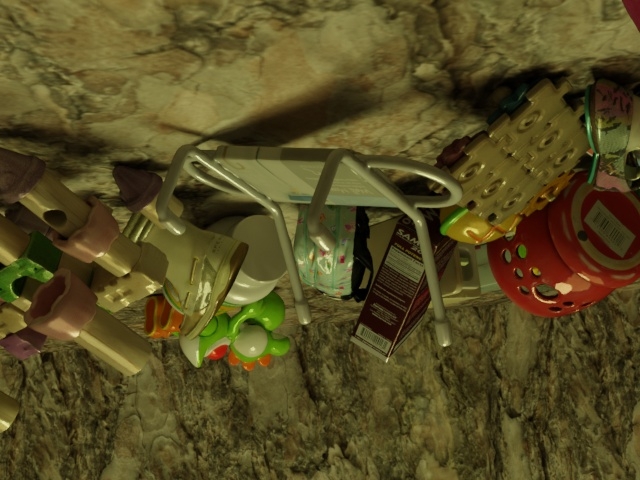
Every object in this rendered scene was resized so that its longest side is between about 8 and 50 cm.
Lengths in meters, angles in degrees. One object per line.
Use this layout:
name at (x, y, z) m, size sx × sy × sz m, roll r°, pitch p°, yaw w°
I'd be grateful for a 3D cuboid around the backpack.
backpack at (0.020, 0.008, 1.270) m, size 0.115 × 0.151 × 0.182 m, roll -3°, pitch 164°, yaw 3°

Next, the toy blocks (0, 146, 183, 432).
toy blocks at (-0.344, 0.001, 0.934) m, size 0.289 × 0.309 × 0.260 m, roll -26°, pitch 128°, yaw 29°

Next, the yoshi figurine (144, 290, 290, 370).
yoshi figurine at (-0.228, 0.178, 2.062) m, size 0.362 × 0.203 × 0.203 m, roll 18°, pitch 116°, yaw -33°

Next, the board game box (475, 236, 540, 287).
board game box at (0.485, 0.052, 1.887) m, size 0.303 × 0.097 × 0.224 m, roll 4°, pitch 166°, yaw -39°

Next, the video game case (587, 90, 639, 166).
video game case at (0.424, -0.097, 0.923) m, size 0.204 × 0.025 × 0.285 m, roll 34°, pitch 168°, yaw 2°

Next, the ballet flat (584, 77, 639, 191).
ballet flat at (0.329, -0.110, 0.922) m, size 0.079 × 0.076 × 0.221 m, roll 8°, pitch 163°, yaw 21°

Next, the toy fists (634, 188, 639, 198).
toy fists at (0.495, -0.049, 1.279) m, size 0.142 × 0.096 × 0.279 m, roll 28°, pitch 163°, yaw -9°

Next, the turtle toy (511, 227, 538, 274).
turtle toy at (0.396, 0.003, 1.584) m, size 0.066 × 0.095 × 0.130 m, roll -11°, pitch -158°, yaw -6°

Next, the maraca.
maraca at (0.242, -0.060, 1.161) m, size 0.186 × 0.099 × 0.127 m, roll -30°, pitch 169°, yaw -10°

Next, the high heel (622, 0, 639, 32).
high heel at (0.276, -0.177, 0.686) m, size 0.117 × 0.082 × 0.244 m, roll 23°, pitch -171°, yaw 10°

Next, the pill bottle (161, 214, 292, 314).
pill bottle at (-0.144, 0.038, 1.317) m, size 0.136 × 0.136 × 0.246 m, roll 0°, pitch 167°, yaw -31°

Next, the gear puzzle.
gear puzzle at (0.236, -0.095, 0.987) m, size 0.175 × 0.044 × 0.339 m, roll -42°, pitch 155°, yaw 16°

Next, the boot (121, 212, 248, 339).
boot at (-0.203, 0.038, 1.173) m, size 0.165 × 0.077 × 0.213 m, roll 29°, pitch 137°, yaw -2°

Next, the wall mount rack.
wall mount rack at (0.000, 0.000, 0.927) m, size 0.350 × 0.130 × 0.304 m, roll 6°, pitch 161°, yaw 37°

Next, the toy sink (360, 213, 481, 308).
toy sink at (0.186, 0.034, 1.465) m, size 0.131 × 0.152 × 0.234 m, roll 2°, pitch 165°, yaw -38°

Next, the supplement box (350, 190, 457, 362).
supplement box at (0.135, 0.056, 1.290) m, size 0.130 × 0.073 × 0.239 m, roll -38°, pitch 154°, yaw -50°

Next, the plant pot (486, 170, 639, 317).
plant pot at (0.363, 0.000, 1.216) m, size 0.191 × 0.191 × 0.174 m, roll -2°, pitch 162°, yaw -24°
